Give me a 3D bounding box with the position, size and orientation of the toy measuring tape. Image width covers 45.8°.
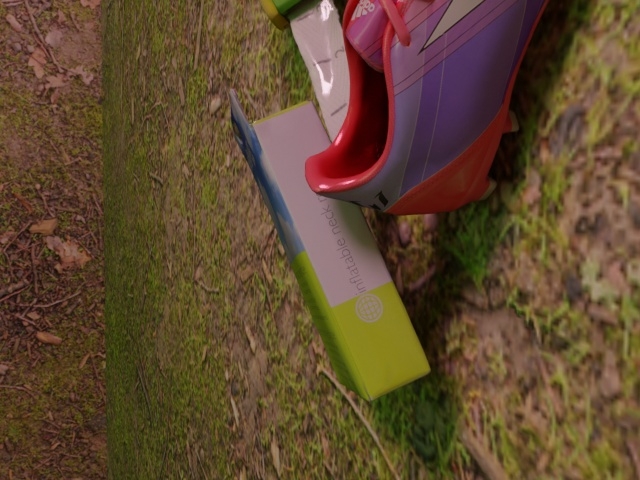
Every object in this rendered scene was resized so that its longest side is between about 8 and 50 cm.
[{"bbox_3d":[-0.031,-0.194,0.504,0.121,0.121,0.330,121,141,-52],"label":"toy measuring tape"}]

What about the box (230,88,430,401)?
[{"bbox_3d":[0.000,0.000,0.444,0.109,0.042,0.178,134,113,-82],"label":"box"}]

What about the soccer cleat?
[{"bbox_3d":[0.058,-0.122,0.331,0.083,0.095,0.248,-123,38,-51],"label":"soccer cleat"}]
